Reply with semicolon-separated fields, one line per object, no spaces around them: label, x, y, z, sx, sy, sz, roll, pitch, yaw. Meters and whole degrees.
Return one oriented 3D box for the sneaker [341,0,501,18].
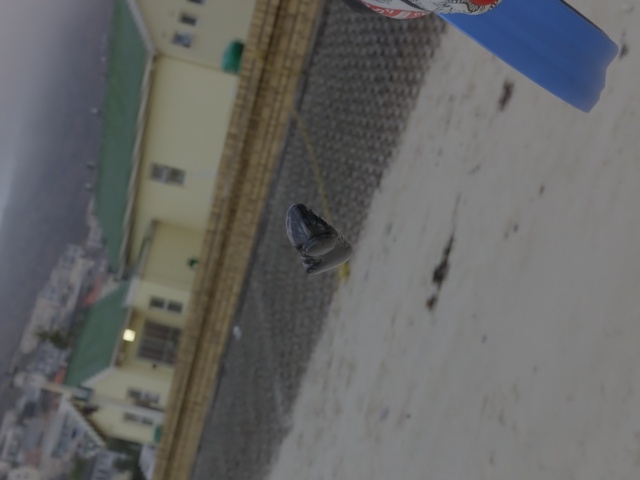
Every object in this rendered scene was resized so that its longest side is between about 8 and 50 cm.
sneaker;0.023;-0.228;0.805;0.145;0.270;0.090;10;81;42

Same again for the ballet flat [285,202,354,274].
ballet flat;0.000;0.000;1.235;0.049;0.057;0.173;63;179;15

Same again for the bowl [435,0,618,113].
bowl;0.136;-0.274;1.211;0.077;0.391;0.391;-54;10;15
